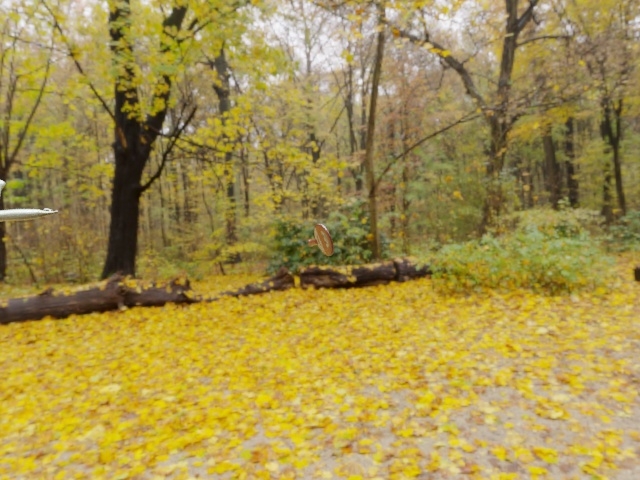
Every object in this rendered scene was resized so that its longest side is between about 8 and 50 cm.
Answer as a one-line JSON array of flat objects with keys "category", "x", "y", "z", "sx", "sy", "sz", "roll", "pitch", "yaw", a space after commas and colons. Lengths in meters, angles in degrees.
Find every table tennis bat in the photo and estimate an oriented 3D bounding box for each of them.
[{"category": "table tennis bat", "x": 0.000, "y": 0.000, "z": 1.488, "sx": 0.019, "sy": 0.098, "sz": 0.155, "roll": -23, "pitch": 4, "yaw": -23}]

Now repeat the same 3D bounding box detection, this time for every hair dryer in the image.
[{"category": "hair dryer", "x": -0.943, "y": -0.109, "z": 1.593, "sx": 0.237, "sy": 0.206, "sz": 0.075, "roll": 3, "pitch": -43, "yaw": -16}]
